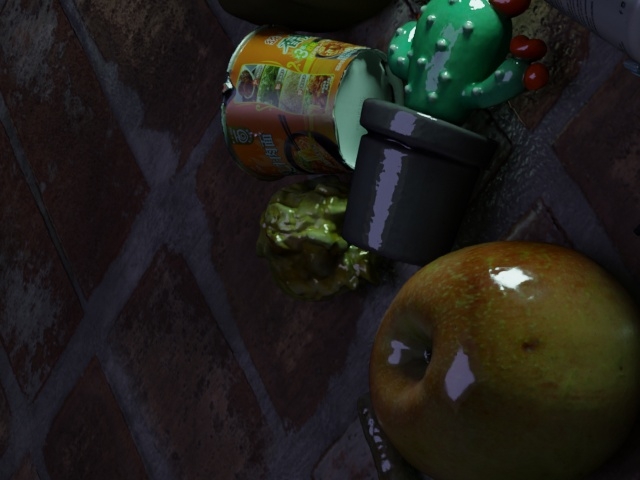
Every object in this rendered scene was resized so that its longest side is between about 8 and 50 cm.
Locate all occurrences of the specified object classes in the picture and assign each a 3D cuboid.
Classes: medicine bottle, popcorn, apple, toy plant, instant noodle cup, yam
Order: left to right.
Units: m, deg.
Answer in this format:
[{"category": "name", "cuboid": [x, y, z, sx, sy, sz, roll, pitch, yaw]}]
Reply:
[{"category": "instant noodle cup", "cuboid": [-0.002, -0.188, 2.095, 0.182, 0.230, 0.230, 9, 96, 36]}, {"category": "popcorn", "cuboid": [0.001, -0.001, 2.116, 0.185, 0.167, 0.187, 60, 162, -7]}, {"category": "yam", "cuboid": [0.111, 0.340, 2.052, 0.061, 0.061, 0.274, -45, 54, 40]}, {"category": "toy plant", "cuboid": [0.149, -0.175, 1.941, 0.279, 0.185, 0.400, -137, 63, -75]}, {"category": "apple", "cuboid": [0.213, 0.151, 1.760, 0.319, 0.277, 0.319, -6, 83, 52]}, {"category": "medicine bottle", "cuboid": [0.334, -0.326, 1.725, 0.289, 0.157, 0.157, 45, 122, 43]}]

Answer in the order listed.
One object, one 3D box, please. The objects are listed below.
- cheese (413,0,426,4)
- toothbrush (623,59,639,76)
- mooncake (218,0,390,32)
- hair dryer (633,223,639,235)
[{"category": "cheese", "cuboid": [0.131, -0.445, 2.010, 0.127, 0.050, 0.235, -18, 101, 41]}, {"category": "toothbrush", "cuboid": [0.415, -0.167, 1.666, 0.022, 0.026, 0.263, -64, 26, 10]}, {"category": "mooncake", "cuboid": [-0.037, -0.492, 2.162, 0.378, 0.200, 0.379, -2, 87, 50]}, {"category": "hair dryer", "cuboid": [0.463, -0.058, 1.609, 0.352, 0.107, 0.189, -15, 74, 56]}]
